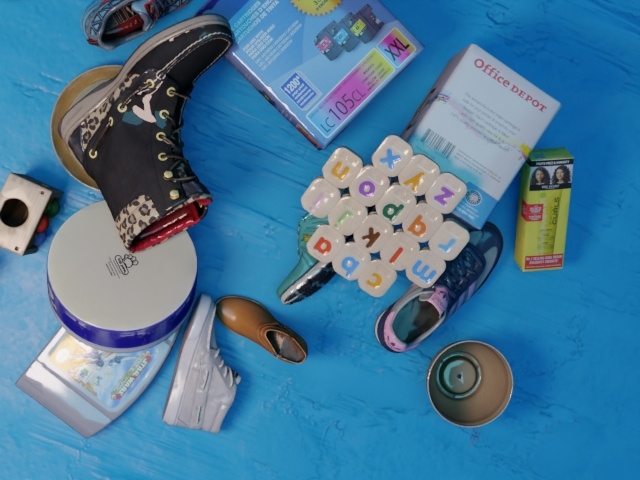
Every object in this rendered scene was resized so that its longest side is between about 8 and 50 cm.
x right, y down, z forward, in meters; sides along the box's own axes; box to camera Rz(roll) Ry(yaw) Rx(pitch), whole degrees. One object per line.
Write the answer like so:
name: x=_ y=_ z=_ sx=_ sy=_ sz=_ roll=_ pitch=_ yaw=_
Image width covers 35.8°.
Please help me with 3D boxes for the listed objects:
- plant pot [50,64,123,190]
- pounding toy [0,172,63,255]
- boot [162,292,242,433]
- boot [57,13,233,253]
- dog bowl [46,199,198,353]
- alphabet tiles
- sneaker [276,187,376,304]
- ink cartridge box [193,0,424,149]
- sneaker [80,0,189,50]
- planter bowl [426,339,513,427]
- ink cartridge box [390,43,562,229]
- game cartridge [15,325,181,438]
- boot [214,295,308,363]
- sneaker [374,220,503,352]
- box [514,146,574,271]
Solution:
plant pot: x=-0.382 y=-0.207 z=1.846 sx=0.236 sy=0.032 sz=0.236 roll=0 pitch=92 yaw=-6
pounding toy: x=-0.547 y=-0.009 z=1.762 sx=0.094 sy=0.181 sz=0.206 roll=25 pitch=90 yaw=-6
boot: x=-0.206 y=0.233 z=1.854 sx=0.123 sy=0.095 sz=0.258 roll=15 pitch=99 yaw=-11
boot: x=-0.259 y=-0.180 z=1.695 sx=0.377 sy=0.138 sz=0.284 roll=-33 pitch=72 yaw=17
dog bowl: x=-0.352 y=0.061 z=1.764 sx=0.264 sy=0.104 sz=0.265 roll=5 pitch=63 yaw=-10
alphabet tiles: x=0.114 y=-0.040 z=1.744 sx=0.284 sy=0.021 sz=0.278 roll=34 pitch=115 yaw=-5
sneaker: x=0.000 y=0.000 z=1.867 sx=0.110 sy=0.107 sz=0.275 roll=33 pitch=84 yaw=15
ink cartridge box: x=-0.045 y=-0.394 z=1.814 sx=0.395 sy=0.151 sz=0.270 roll=45 pitch=88 yaw=-3
sneaker: x=-0.306 y=-0.423 z=1.790 sx=0.262 sy=0.125 sz=0.104 roll=-35 pitch=126 yaw=2
planter bowl: x=0.272 y=0.264 z=1.878 sx=0.162 sy=0.109 sz=0.162 roll=0 pitch=92 yaw=-6
ink cartridge box: x=0.266 y=-0.186 z=1.820 sx=0.198 sy=0.197 sz=0.270 roll=34 pitch=89 yaw=-5
game cartridge: x=-0.399 y=0.211 z=1.848 sx=0.198 sy=0.062 sz=0.297 roll=38 pitch=88 yaw=-1
boot: x=-0.107 y=0.163 z=1.820 sx=0.197 sy=0.152 sz=0.073 roll=26 pitch=90 yaw=-5
sneaker: x=0.237 y=0.093 z=1.859 sx=0.112 sy=0.131 sz=0.319 roll=42 pitch=88 yaw=-5
box: x=0.419 y=-0.057 z=1.863 sx=0.087 sy=0.058 sz=0.232 roll=-3 pitch=118 yaw=-6
